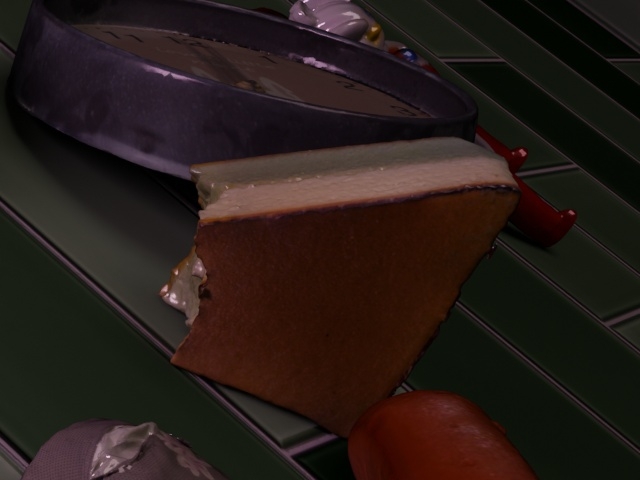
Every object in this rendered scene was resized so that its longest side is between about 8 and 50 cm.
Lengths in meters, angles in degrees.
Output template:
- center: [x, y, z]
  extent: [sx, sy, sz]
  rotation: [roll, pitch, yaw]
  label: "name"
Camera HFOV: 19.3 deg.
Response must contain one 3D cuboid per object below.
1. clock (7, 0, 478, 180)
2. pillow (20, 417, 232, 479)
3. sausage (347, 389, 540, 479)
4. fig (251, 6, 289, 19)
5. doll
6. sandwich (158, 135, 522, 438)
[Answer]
- center: [-0.058, -0.121, 1.519]
  extent: [0.386, 0.076, 0.386]
  rotation: [14, 16, -4]
  label: "clock"
- center: [-0.043, 0.179, 1.019]
  extent: [0.255, 0.059, 0.169]
  rotation: [36, 19, 8]
  label: "pillow"
- center: [0.093, 0.178, 1.117]
  extent: [0.097, 0.094, 0.348]
  rotation: [-16, 20, -6]
  label: "sausage"
- center: [-0.057, -0.178, 1.837]
  extent: [0.084, 0.082, 0.098]
  rotation: [-8, 83, -81]
  label: "fig"
- center: [0.099, -0.129, 1.858]
  extent: [0.384, 0.099, 0.188]
  rotation: [31, 17, -38]
  label: "doll"
- center: [0.000, 0.000, 1.266]
  extent: [0.186, 0.220, 0.108]
  rotation: [26, 22, -20]
  label: "sandwich"
